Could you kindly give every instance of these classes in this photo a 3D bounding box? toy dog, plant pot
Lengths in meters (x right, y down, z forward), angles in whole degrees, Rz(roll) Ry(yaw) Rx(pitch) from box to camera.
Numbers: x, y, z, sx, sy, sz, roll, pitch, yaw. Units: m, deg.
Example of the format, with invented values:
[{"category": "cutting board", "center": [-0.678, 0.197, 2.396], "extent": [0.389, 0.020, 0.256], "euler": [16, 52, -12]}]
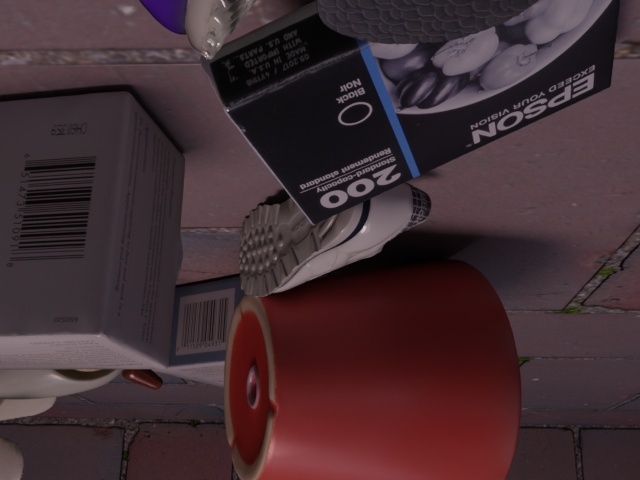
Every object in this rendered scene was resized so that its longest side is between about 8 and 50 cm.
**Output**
[{"category": "toy dog", "center": [-0.320, 0.177, 0.934], "extent": [0.333, 0.220, 0.161], "euler": [-31, 109, 20]}, {"category": "plant pot", "center": [0.037, 0.152, 0.854], "extent": [0.243, 0.275, 0.275], "euler": [3, 161, -21]}]

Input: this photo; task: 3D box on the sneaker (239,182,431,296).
[{"category": "sneaker", "center": [0.000, 0.000, 0.750], "extent": [0.094, 0.090, 0.235], "euler": [1, 166, -33]}]

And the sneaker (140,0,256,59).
[{"category": "sneaker", "center": [-0.065, -0.163, 0.273], "extent": [0.146, 0.102, 0.293], "euler": [39, 176, -3]}]

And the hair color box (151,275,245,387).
[{"category": "hair color box", "center": [-0.039, 0.153, 1.138], "extent": [0.185, 0.114, 0.374], "euler": [-11, 157, 31]}]

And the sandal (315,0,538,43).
[{"category": "sandal", "center": [0.082, -0.166, 0.280], "extent": [0.097, 0.055, 0.254], "euler": [14, 140, -26]}]

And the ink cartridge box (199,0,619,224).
[{"category": "ink cartridge box", "center": [0.066, -0.082, 0.468], "extent": [0.206, 0.045, 0.208], "euler": [-24, 157, 8]}]

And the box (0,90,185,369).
[{"category": "box", "center": [-0.208, 0.000, 0.603], "extent": [0.181, 0.181, 0.119], "euler": [-3, 160, 11]}]
